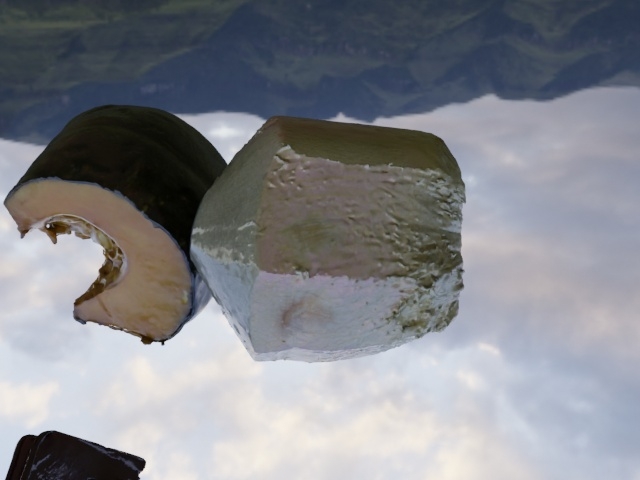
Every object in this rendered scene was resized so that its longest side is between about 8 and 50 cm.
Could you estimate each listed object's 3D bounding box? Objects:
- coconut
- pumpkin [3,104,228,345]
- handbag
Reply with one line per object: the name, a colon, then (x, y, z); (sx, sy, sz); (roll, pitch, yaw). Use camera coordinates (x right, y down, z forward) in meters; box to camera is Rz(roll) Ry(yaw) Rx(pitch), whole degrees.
coconut: (0.000, 0.000, 0.973); (0.309, 0.298, 0.297); (-1, -158, -10)
pumpkin: (-0.246, -0.032, 1.115); (0.256, 0.303, 0.225); (-5, -139, 19)
handbag: (-0.370, 0.399, 1.200); (0.074, 0.203, 0.216); (-11, 149, 39)
